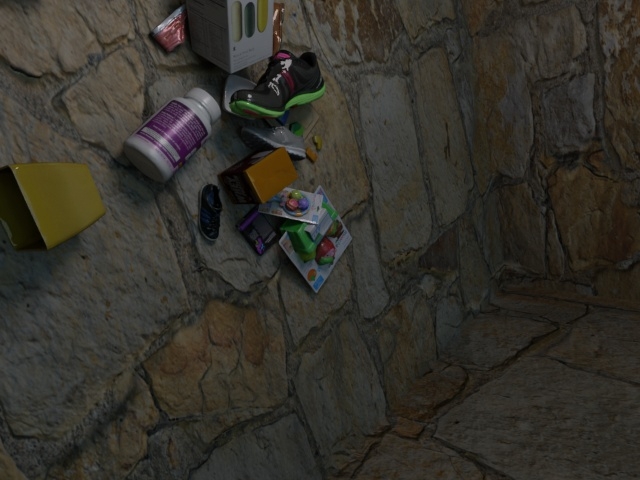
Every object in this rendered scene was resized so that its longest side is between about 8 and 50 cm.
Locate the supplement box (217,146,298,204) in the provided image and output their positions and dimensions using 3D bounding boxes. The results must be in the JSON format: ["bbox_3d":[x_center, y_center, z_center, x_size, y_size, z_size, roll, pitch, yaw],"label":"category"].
[{"bbox_3d":[-0.227,-0.233,1.517,0.191,0.194,0.129,-42,120,-32],"label":"supplement box"}]

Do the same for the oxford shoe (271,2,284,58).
[{"bbox_3d":[-0.183,-0.804,1.612,0.076,0.076,0.211,2,95,-13],"label":"oxford shoe"}]

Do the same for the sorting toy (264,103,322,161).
[{"bbox_3d":[-0.081,-0.484,1.734,0.307,0.041,0.228,43,65,-36],"label":"sorting toy"}]

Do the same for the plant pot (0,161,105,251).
[{"bbox_3d":[-0.708,-0.105,1.096,0.187,0.213,0.212,-35,117,-49],"label":"plant pot"}]

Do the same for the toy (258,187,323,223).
[{"bbox_3d":[-0.112,-0.154,1.619,0.238,0.056,0.136,10,64,-2],"label":"toy"}]

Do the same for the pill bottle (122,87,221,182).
[{"bbox_3d":[-0.455,-0.340,1.318,0.169,0.169,0.301,51,61,-32],"label":"pill bottle"}]

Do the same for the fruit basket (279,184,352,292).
[{"bbox_3d":[0.000,0.000,1.768,0.327,0.166,0.353,-55,129,-25],"label":"fruit basket"}]

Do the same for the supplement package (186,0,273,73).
[{"bbox_3d":[-0.288,-0.728,1.343,0.199,0.198,0.262,-41,157,-33],"label":"supplement package"}]

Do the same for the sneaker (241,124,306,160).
[{"bbox_3d":[-0.180,-0.396,1.615,0.282,0.105,0.115,13,76,-40],"label":"sneaker"}]

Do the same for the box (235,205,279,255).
[{"bbox_3d":[-0.244,-0.036,1.630,0.116,0.029,0.162,-50,122,-29],"label":"box"}]

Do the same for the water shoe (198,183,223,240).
[{"bbox_3d":[-0.383,-0.096,1.463,0.073,0.080,0.202,-13,102,-41],"label":"water shoe"}]

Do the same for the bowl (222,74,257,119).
[{"bbox_3d":[-0.296,-0.518,1.527,0.142,0.053,0.141,8,88,-42],"label":"bowl"}]

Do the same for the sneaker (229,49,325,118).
[{"bbox_3d":[-0.159,-0.562,1.485,0.483,0.186,0.202,-45,138,-46],"label":"sneaker"}]

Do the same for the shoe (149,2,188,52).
[{"bbox_3d":[-0.464,-0.693,1.358,0.177,0.064,0.081,-54,127,-19],"label":"shoe"}]
